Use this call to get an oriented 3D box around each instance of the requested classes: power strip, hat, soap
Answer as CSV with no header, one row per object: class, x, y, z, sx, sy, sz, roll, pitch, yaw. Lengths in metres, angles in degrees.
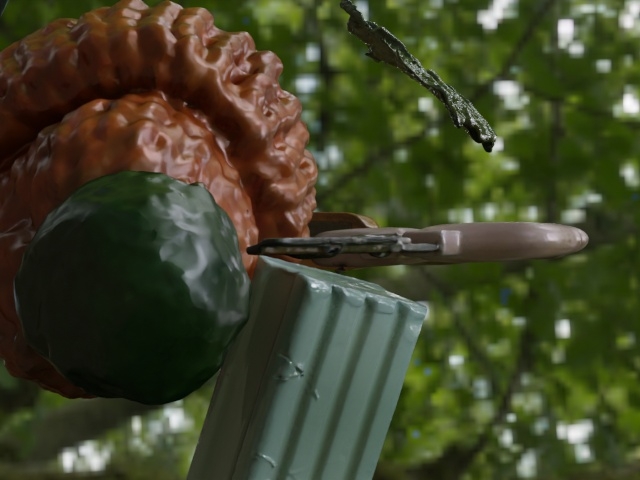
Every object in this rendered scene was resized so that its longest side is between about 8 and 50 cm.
power strip,0.000,0.000,1.497,0.178,0.028,0.049,2,-90,40
hat,-0.124,0.022,1.120,0.400,0.285,0.285,-103,-164,-61
soap,-0.014,0.120,1.142,0.066,0.119,0.198,20,-86,48

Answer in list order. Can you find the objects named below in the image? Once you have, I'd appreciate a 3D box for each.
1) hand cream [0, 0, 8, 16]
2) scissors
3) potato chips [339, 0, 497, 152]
hand cream,-0.302,-0.306,1.730,0.224,0.048,0.083,-41,-121,57
scissors,0.041,0.004,0.897,0.317,0.160,0.024,-1,88,-64
potato chips,0.083,-0.134,1.445,0.028,0.092,0.207,-49,-134,6
